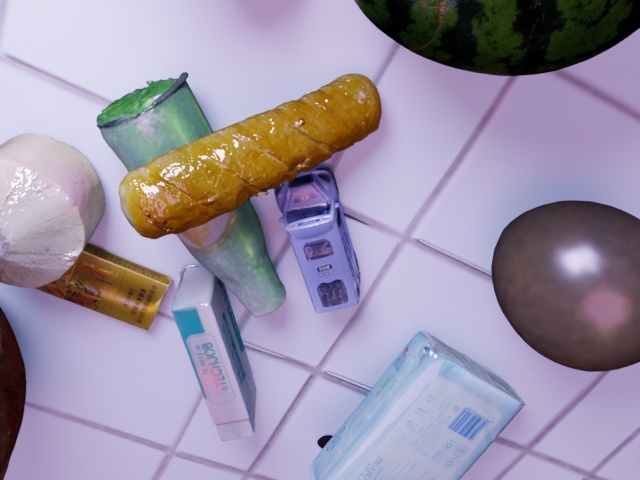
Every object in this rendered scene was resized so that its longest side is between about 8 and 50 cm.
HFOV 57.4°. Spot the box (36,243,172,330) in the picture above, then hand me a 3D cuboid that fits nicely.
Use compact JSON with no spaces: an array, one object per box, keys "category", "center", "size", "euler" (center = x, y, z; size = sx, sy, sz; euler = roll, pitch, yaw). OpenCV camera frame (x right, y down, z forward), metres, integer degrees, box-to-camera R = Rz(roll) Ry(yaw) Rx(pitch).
[{"category":"box","center":[-0.279,0.054,0.749],"size":[0.156,0.022,0.089],"euler":[25,117,-14]}]

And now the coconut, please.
[{"category":"coconut","center":[-0.315,-0.030,0.625],"size":[0.147,0.152,0.147],"euler":[-1,121,-2]}]

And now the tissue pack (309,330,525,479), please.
[{"category":"tissue pack","center":[0.129,0.269,0.814],"size":[0.177,0.089,0.263],"euler":[33,103,-17]}]

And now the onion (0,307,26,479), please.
[{"category":"onion","center":[-0.499,0.174,0.653],"size":[0.354,0.353,0.353],"euler":[0,120,0]}]

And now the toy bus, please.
[{"category":"toy bus","center":[0.000,0.000,0.686],"size":[0.073,0.076,0.167],"euler":[-14,120,8]}]

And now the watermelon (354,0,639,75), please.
[{"category":"watermelon","center":[0.141,-0.262,0.424],"size":[0.286,0.285,0.285],"euler":[0,120,0]}]

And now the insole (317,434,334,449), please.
[{"category":"insole","center":[0.044,0.349,0.933],"size":[0.045,0.002,0.135],"euler":[-37,114,18]}]

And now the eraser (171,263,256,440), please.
[{"category":"eraser","center":[-0.132,0.146,0.761],"size":[0.052,0.095,0.225],"euler":[-10,120,2]}]

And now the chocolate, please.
[{"category":"chocolate","center":[-0.125,-0.034,0.657],"size":[0.110,0.110,0.291],"euler":[-21,120,12]}]

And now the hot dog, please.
[{"category":"hot dog","center":[-0.060,-0.088,0.580],"size":[0.286,0.061,0.087],"euler":[-33,111,-15]}]

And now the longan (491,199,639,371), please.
[{"category":"longan","center":[0.296,0.053,0.656],"size":[0.198,0.198,0.212],"euler":[-27,118,15]}]
